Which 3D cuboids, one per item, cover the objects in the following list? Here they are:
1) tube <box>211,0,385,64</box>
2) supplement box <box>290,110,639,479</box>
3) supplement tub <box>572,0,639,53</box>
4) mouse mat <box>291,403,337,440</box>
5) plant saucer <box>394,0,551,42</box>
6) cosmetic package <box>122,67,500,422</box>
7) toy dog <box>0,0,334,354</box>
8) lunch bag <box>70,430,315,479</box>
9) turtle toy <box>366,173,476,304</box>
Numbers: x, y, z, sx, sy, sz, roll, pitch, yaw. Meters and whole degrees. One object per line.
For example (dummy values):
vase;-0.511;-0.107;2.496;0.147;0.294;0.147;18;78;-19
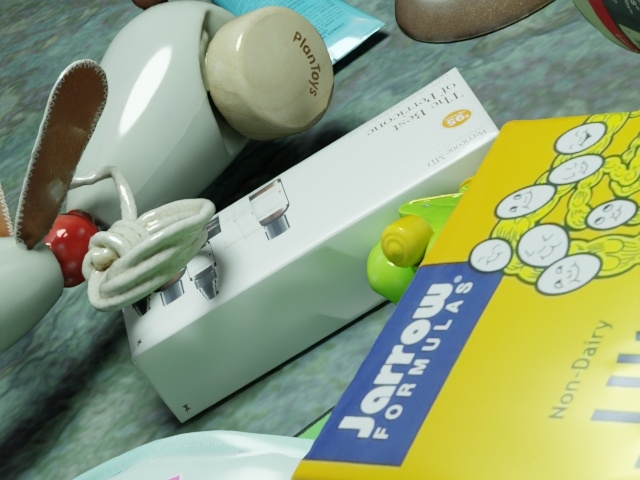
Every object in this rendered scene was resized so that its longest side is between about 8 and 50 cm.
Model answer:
tube;-0.031;-0.169;1.319;0.080;0.052;0.207;-41;36;-2
supplement box;0.206;0.078;0.598;0.356;0.195;0.194;-3;43;42
supplement tub;0.239;-0.128;0.727;0.191;0.191;0.272;-42;42;-12
mouse mat;0.053;0.114;0.878;0.152;0.007;0.190;-36;31;-4
plant saucer;0.120;-0.199;1.233;0.168;0.029;0.168;-23;32;16
cosmetic package;0.000;0.000;1.035;0.239;0.060;0.099;-32;32;4
toy dog;-0.141;-0.074;1.102;0.220;0.161;0.334;-25;14;31
lunch bag;-0.077;0.207;0.708;0.262;0.160;0.223;-26;29;36
turtle toy;0.077;0.008;0.941;0.130;0.066;0.095;5;24;42
